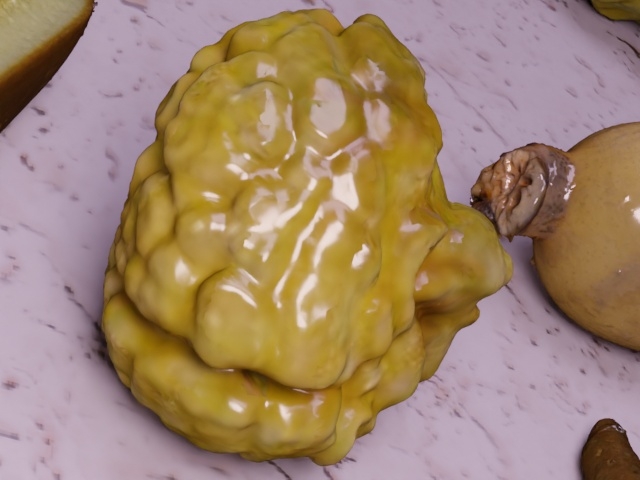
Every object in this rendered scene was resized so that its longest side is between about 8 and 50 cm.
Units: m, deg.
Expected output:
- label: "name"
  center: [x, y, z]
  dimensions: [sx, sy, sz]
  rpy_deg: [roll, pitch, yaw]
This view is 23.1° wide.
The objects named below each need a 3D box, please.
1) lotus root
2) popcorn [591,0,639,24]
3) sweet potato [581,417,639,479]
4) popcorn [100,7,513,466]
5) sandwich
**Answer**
- label: "lotus root"
  center: [0.244, 0.007, 1.027]
  dimensions: [0.303, 0.131, 0.146]
  rpy_deg: [17, 82, -28]
- label: "popcorn"
  center: [0.330, -0.268, 1.395]
  dimensions: [0.235, 0.181, 0.217]
  rpy_deg: [-10, 56, -40]
- label: "sweet potato"
  center: [0.157, 0.171, 0.825]
  dimensions: [0.074, 0.075, 0.269]
  rpy_deg: [33, 31, -3]
- label: "popcorn"
  center: [0.000, 0.000, 0.789]
  dimensions: [0.203, 0.200, 0.226]
  rpy_deg: [20, 39, -11]
- label: "sandwich"
  center: [-0.202, -0.092, 0.830]
  dimensions: [0.090, 0.088, 0.244]
  rpy_deg: [41, 30, -7]
